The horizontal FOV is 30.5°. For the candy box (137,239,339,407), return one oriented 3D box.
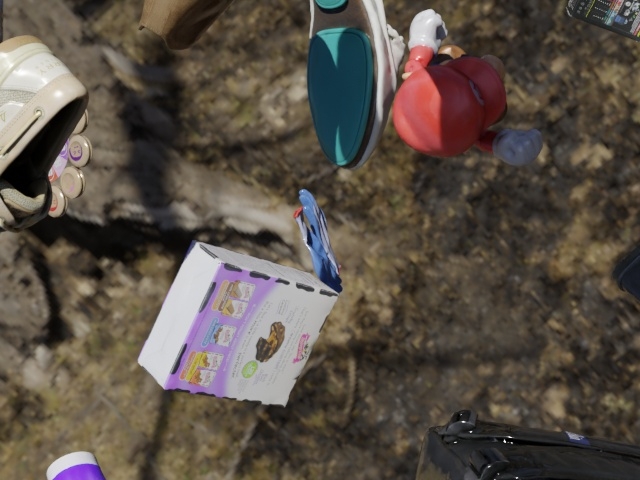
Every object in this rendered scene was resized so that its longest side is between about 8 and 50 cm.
[{"bbox_3d":[-0.096,0.105,1.411,0.070,0.196,0.165,35,102,46],"label":"candy box"}]

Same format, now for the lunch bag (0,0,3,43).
[{"bbox_3d":[-0.528,-0.330,1.372,0.138,0.293,0.221,128,140,-76],"label":"lunch bag"}]

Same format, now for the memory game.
[{"bbox_3d":[-0.328,-0.114,1.357,0.186,0.186,0.012,-22,-8,37],"label":"memory game"}]

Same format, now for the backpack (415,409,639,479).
[{"bbox_3d":[0.278,0.287,0.991,0.355,0.273,0.290,-1,5,-8],"label":"backpack"}]

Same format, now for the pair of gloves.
[{"bbox_3d":[0.000,0.000,1.913,0.023,0.159,0.198,-21,15,11],"label":"pair of gloves"}]

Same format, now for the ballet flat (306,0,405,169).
[{"bbox_3d":[0.051,-0.296,1.545,0.139,0.400,0.139,-8,17,2],"label":"ballet flat"}]

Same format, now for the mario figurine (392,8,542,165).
[{"bbox_3d":[0.198,-0.198,1.510,0.320,0.198,0.170,-53,-26,-75],"label":"mario figurine"}]

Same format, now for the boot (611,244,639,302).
[{"bbox_3d":[0.507,0.065,1.544,0.189,0.076,0.208,-50,44,14],"label":"boot"}]

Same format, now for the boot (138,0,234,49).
[{"bbox_3d":[-0.121,-0.287,1.250,0.115,0.112,0.305,-63,-2,26],"label":"boot"}]

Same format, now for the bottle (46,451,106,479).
[{"bbox_3d":[-0.263,0.389,1.421,0.092,0.118,0.283,-52,50,29],"label":"bottle"}]

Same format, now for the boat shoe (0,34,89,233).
[{"bbox_3d":[-0.317,-0.052,1.146,0.302,0.098,0.109,-56,-15,27],"label":"boat shoe"}]

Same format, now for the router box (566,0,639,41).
[{"bbox_3d":[0.356,-0.305,1.369,0.038,0.092,0.122,-87,18,-61],"label":"router box"}]
